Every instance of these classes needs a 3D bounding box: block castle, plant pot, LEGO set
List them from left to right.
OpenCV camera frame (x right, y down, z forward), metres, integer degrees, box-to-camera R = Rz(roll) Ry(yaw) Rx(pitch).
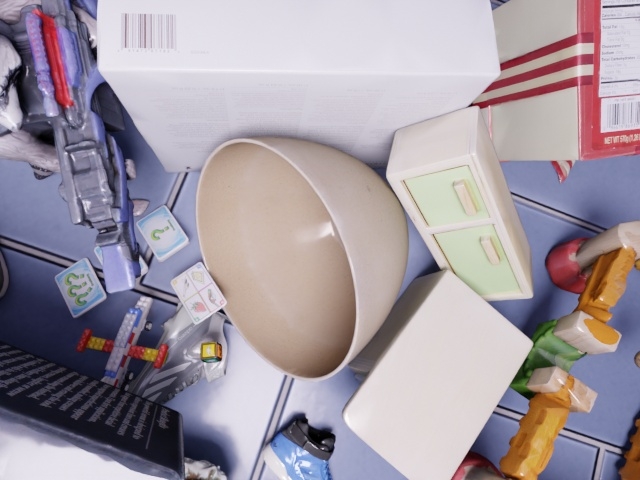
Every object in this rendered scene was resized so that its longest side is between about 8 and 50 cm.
[{"bbox_3d":[-0.229,0.078,0.552,0.182,0.060,0.244,-35,65,-10],"label":"LEGO set"},{"bbox_3d":[0.000,0.000,0.551,0.191,0.284,0.284,-24,85,-40],"label":"plant pot"},{"bbox_3d":[0.396,0.230,0.586,0.303,0.213,0.453,32,72,9],"label":"block castle"}]

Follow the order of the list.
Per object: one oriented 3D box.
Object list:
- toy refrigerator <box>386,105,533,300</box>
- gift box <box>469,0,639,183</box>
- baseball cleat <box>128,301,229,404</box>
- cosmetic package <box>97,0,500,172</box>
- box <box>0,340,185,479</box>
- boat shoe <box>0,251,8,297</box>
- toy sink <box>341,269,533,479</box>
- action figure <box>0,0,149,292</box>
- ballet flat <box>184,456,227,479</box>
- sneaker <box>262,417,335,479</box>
[{"bbox_3d":[0.190,-0.025,0.560,0.269,0.102,0.094,51,43,-37],"label":"toy refrigerator"},{"bbox_3d":[0.356,-0.213,0.623,0.255,0.258,0.276,-4,102,-11],"label":"gift box"},{"bbox_3d":[-0.189,0.184,0.574,0.109,0.072,0.205,26,80,-3],"label":"baseball cleat"},{"bbox_3d":[-0.029,-0.173,0.541,0.377,0.284,0.097,-3,79,-9],"label":"cosmetic package"},{"bbox_3d":[-0.346,0.216,0.314,0.395,0.212,0.293,28,74,-11],"label":"box"},{"bbox_3d":[-0.498,-0.064,0.533,0.112,0.095,0.335,-25,94,-9],"label":"boat shoe"},{"bbox_3d":[0.138,0.181,0.591,0.153,0.131,0.234,40,74,-1],"label":"toy sink"},{"bbox_3d":[-0.291,-0.099,0.469,0.179,0.330,0.341,-11,83,-9],"label":"action figure"},{"bbox_3d":[-0.306,0.316,0.495,0.409,0.147,0.147,7,81,-17],"label":"ballet flat"},{"bbox_3d":[0.002,0.310,0.589,0.152,0.058,0.084,44,87,7],"label":"sneaker"}]
